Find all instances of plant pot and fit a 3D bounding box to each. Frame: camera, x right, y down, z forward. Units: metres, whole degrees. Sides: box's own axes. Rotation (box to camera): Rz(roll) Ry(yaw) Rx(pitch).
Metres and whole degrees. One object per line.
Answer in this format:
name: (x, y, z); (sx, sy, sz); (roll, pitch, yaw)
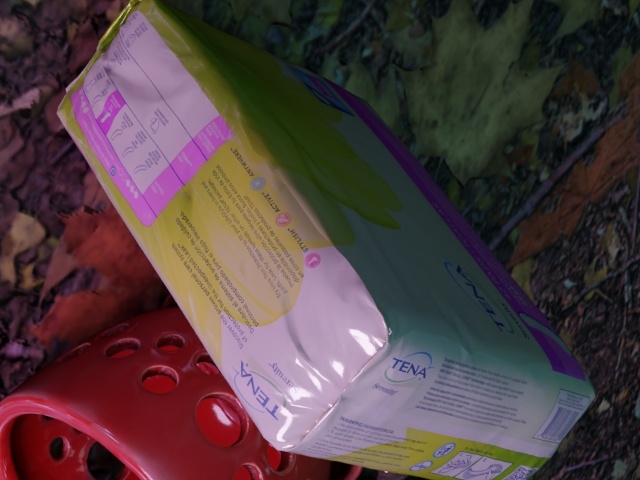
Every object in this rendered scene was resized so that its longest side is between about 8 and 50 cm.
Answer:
plant pot: (-0.080, 0.126, 0.949); (0.174, 0.191, 0.191); (-42, 136, -38)

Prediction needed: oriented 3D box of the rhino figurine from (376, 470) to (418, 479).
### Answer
rhino figurine: (0.080, 0.219, 1.257); (0.243, 0.073, 0.106); (5, 101, -50)

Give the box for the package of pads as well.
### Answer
package of pads: (0.000, 0.000, 0.880); (0.101, 0.296, 0.229); (-49, 144, 17)
